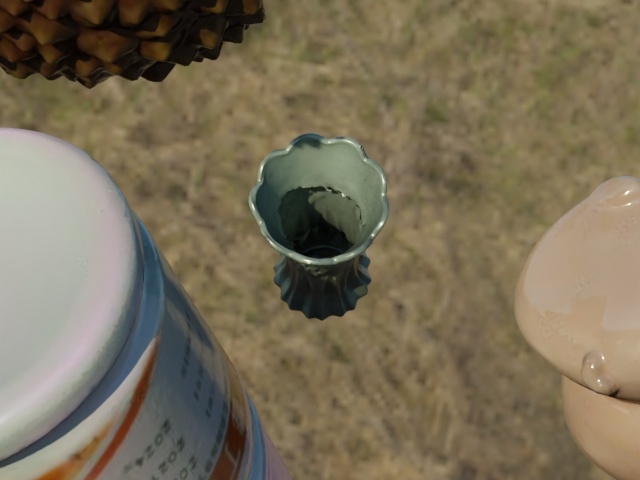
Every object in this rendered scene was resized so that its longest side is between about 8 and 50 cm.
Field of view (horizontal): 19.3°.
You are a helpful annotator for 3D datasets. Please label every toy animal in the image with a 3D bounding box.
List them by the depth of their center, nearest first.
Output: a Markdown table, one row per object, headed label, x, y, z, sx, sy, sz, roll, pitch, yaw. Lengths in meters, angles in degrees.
| label | x | y | z | sx | sy | sz | roll | pitch | yaw |
| --- | --- | --- | --- | --- | --- | --- | --- | --- | --- |
| toy animal | 0.252 | 0.074 | 1.327 | 0.210 | 0.229 | 0.221 | 13 | 6 | 36 |

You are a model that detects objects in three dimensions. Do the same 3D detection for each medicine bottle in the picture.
| label | x | y | z | sx | sy | sz | roll | pitch | yaw |
| --- | --- | --- | --- | --- | --- | --- | --- | --- | --- |
| medicine bottle | -0.144 | 0.105 | 1.041 | 0.202 | 0.316 | 0.202 | -9 | 55 | 13 |

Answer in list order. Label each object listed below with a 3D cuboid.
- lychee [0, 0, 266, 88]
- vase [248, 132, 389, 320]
| label | x | y | z | sx | sy | sz | roll | pitch | yaw |
| --- | --- | --- | --- | --- | --- | --- | --- | --- | --- |
| lychee | -0.128 | -0.196 | 0.889 | 0.267 | 0.267 | 0.267 | 9 | 21 | -3 |
| vase | 0.000 | 0.000 | 1.133 | 0.081 | 0.081 | 0.148 | 11 | -19 | 4 |
